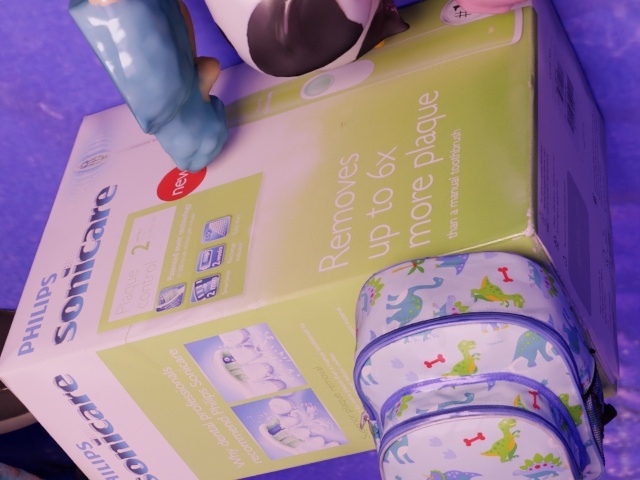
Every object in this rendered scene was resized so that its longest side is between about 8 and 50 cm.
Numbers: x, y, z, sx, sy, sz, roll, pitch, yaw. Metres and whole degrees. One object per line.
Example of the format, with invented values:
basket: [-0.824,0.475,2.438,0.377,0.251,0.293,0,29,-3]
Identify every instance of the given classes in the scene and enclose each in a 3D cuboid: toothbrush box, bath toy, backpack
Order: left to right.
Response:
toothbrush box: [0.000,0.000,0.795,0.283,0.206,0.122,-16,129,23]
bath toy: [0.063,-0.142,0.700,0.348,0.151,0.129,-21,115,17]
backpack: [0.066,0.066,0.647,0.105,0.084,0.114,-11,128,15]

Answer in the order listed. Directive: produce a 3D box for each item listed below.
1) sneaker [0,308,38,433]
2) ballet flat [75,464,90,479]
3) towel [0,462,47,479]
sneaker: [-0.261,0.059,0.975,0.222,0.083,0.118,-3,133,13]
ballet flat: [-0.123,0.221,1.132,0.068,0.072,0.213,15,140,34]
towel: [-0.198,0.174,0.951,0.271,0.040,0.370,32,160,-37]
